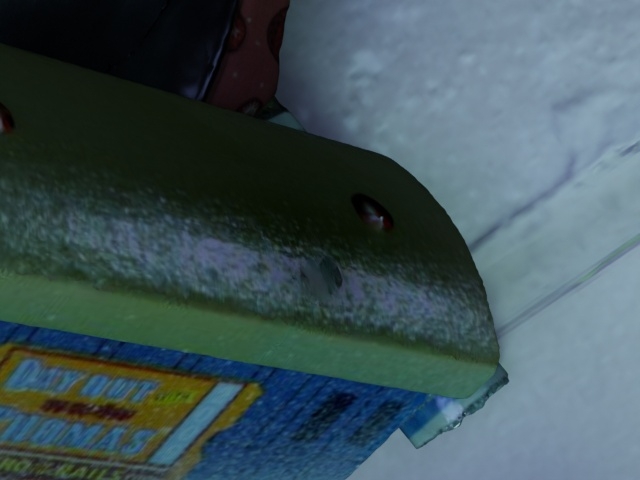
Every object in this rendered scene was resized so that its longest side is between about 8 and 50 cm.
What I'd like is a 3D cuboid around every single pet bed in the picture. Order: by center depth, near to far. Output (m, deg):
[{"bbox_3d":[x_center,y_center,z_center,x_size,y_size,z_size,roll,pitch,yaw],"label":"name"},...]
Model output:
[{"bbox_3d":[-0.088,-0.092,0.717,0.201,0.053,0.201,-14,68,40],"label":"pet bed"}]

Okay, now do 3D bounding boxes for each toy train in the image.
[{"bbox_3d":[-0.098,0.042,0.609,0.202,0.300,0.131,-47,50,29],"label":"toy train"}]

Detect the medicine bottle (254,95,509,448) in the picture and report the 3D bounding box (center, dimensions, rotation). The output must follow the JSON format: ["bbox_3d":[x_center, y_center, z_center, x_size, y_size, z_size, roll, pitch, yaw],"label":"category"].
[{"bbox_3d":[0.000,0.000,0.738,0.051,0.051,0.191,-42,83,14],"label":"medicine bottle"}]
